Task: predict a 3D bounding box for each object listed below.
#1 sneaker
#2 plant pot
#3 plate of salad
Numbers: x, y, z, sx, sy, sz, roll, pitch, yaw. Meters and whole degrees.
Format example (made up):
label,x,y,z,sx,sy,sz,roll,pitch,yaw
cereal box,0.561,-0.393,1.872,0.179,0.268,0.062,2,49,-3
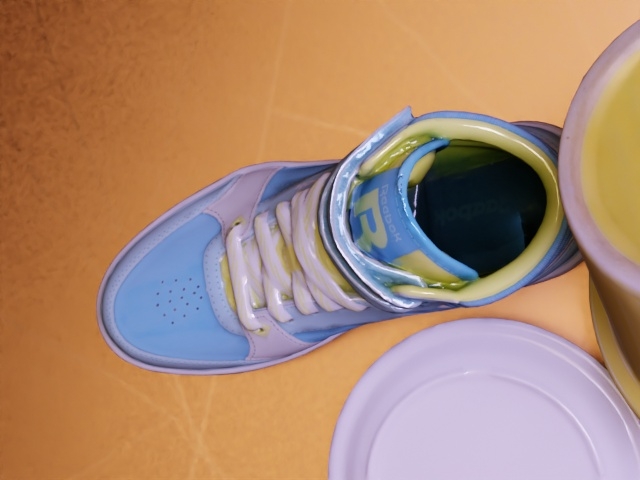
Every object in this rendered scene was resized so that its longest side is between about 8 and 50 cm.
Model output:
label,x,y,z,sx,sy,sz,roll,pitch,yaw
sneaker,0.000,0.000,0.998,0.319,0.208,0.127,-19,86,10
plant pot,0.239,-0.006,0.898,0.254,0.239,0.254,-12,64,25
plate of salad,0.102,0.144,1.058,0.200,0.048,0.199,2,96,18
